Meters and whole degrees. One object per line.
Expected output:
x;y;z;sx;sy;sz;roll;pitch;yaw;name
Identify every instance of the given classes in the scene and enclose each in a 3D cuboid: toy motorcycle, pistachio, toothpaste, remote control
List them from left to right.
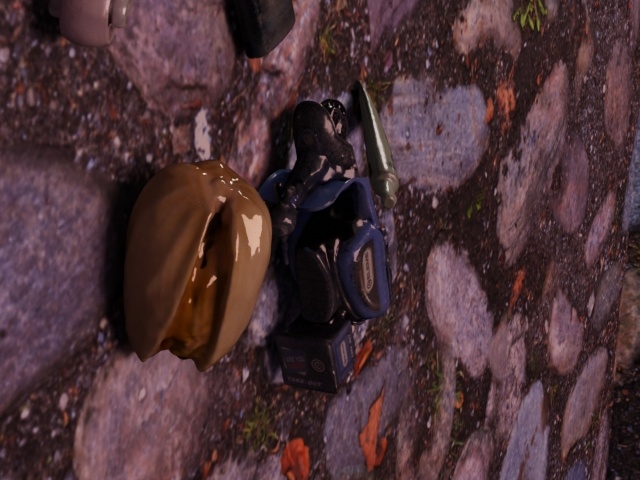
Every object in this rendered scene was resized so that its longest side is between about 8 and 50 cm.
-0.197;-0.303;1.221;0.112;0.112;0.254;19;80;-64;toy motorcycle
-0.136;0.029;1.378;0.157;0.157;0.230;-18;125;-63;pistachio
-0.092;-0.392;1.462;0.107;0.044;0.378;-61;148;-46;remote control
0.000;0.000;1.666;0.212;0.125;0.359;-49;137;-48;toy motorcycle
0.076;-0.128;1.781;0.255;0.037;0.067;-99;171;-51;toothpaste
